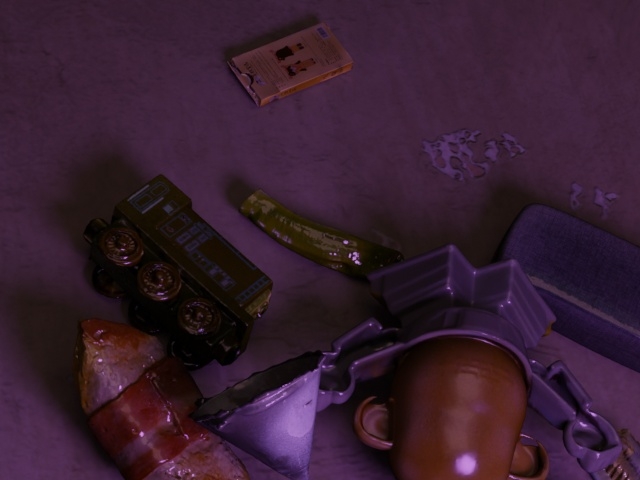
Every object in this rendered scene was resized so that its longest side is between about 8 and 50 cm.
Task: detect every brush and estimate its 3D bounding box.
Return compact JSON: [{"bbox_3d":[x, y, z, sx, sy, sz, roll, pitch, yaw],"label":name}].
[{"bbox_3d":[0.382,0.312,1.661,0.068,0.060,0.297,-23,65,-27],"label":"brush"}]

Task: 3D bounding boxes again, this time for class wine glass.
[{"bbox_3d":[-0.016,0.242,1.527,0.156,0.156,0.232,-27,96,-26],"label":"wine glass"}]

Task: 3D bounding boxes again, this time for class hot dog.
[{"bbox_3d":[-0.174,0.190,1.594,0.123,0.093,0.261,-28,83,-36],"label":"hot dog"}]

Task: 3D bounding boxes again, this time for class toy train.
[{"bbox_3d":[-0.152,0.038,1.695,0.225,0.090,0.137,42,55,14],"label":"toy train"}]

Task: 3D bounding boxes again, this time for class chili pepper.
[{"bbox_3d":[0.000,0.000,1.782,0.201,0.050,0.052,24,93,1],"label":"chili pepper"}]

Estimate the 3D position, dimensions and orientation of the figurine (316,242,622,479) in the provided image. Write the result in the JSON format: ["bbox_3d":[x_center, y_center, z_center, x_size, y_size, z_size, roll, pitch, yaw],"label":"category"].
[{"bbox_3d":[0.144,0.155,1.644,0.342,0.167,0.285,-2,48,10],"label":"figurine"}]

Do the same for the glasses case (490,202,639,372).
[{"bbox_3d":[0.355,0.073,1.797,0.323,0.074,0.131,26,58,4],"label":"glasses case"}]

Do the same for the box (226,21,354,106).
[{"bbox_3d":[-0.037,-0.219,1.924,0.149,0.020,0.073,-24,67,-25],"label":"box"}]
